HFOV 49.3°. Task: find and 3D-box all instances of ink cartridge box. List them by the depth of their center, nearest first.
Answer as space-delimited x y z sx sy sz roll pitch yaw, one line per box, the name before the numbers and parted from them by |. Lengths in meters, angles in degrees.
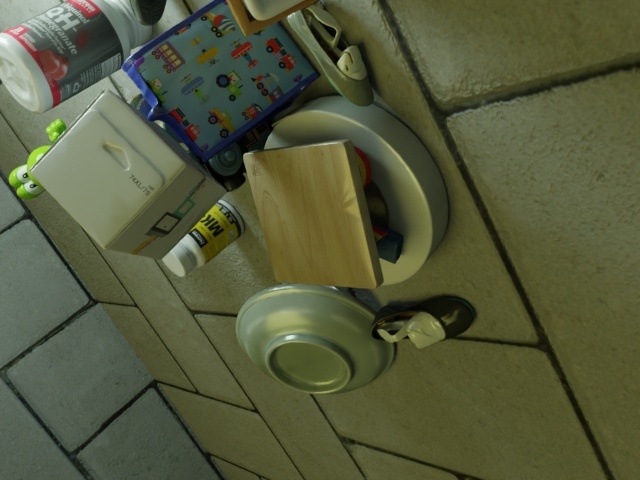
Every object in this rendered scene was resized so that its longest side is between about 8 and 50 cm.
ink cartridge box | -0.333 -0.107 1.261 0.198 0.197 0.270 44 -179 9

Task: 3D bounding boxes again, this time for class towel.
towel | 0.098 -0.007 1.297 0.119 0.029 0.067 27 134 24

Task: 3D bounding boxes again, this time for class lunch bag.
lunch bag | -0.188 -0.291 1.255 0.221 0.293 0.138 52 149 -5

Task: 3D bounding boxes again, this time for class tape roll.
tape roll | 0.057 -0.089 1.342 0.392 0.072 0.392 25 137 25

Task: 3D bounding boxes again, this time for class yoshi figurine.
yoshi figurine | -0.627 -0.226 1.818 0.203 0.362 0.203 39 148 17

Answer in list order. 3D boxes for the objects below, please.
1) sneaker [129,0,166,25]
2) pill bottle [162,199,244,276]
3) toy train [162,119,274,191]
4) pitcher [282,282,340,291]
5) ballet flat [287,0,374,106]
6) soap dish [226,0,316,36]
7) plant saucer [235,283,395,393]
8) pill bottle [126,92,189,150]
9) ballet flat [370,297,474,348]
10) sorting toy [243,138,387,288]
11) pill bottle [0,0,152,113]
sneaker | -0.388 -0.557 1.416 0.130 0.087 0.227 24 139 38
pill bottle | -0.310 -0.005 1.817 0.119 0.208 0.119 32 146 25
toy train | -0.221 -0.269 1.424 0.142 0.190 0.334 -2 123 52
pitcher | -0.053 0.159 1.772 0.178 0.125 0.207 46 140 18
ballet flat | 0.026 -0.320 1.171 0.213 0.072 0.068 51 145 -3
soap dish | -0.082 -0.476 0.997 0.118 0.229 0.291 29 149 59
plant saucer | -0.022 0.274 1.698 0.401 0.100 0.400 8 134 8
pill bottle | -0.334 -0.278 1.595 0.272 0.152 0.152 3 127 50
ballet flat | 0.206 0.186 1.487 0.095 0.096 0.280 56 149 -11
sorting toy | 0.004 -0.053 1.264 0.255 0.089 0.257 1 110 44
pill bottle | -0.528 -0.424 1.511 0.176 0.318 0.176 32 146 25
